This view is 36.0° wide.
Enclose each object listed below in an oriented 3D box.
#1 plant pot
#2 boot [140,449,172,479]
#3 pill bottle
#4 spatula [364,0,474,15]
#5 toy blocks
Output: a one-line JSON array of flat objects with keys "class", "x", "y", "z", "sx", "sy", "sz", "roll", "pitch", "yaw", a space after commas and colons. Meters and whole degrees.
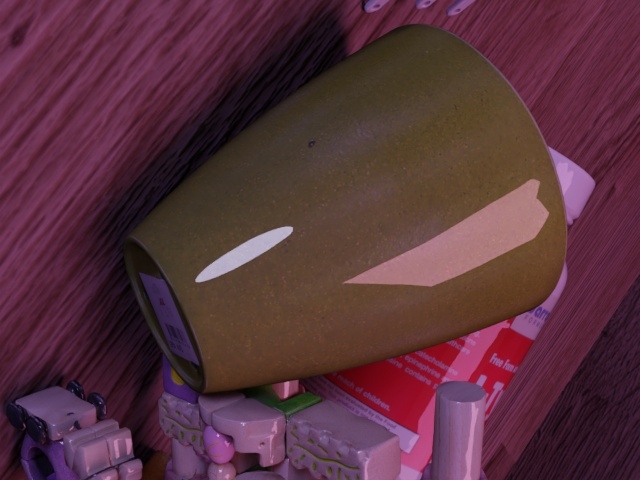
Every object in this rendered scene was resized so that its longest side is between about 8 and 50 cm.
[{"class": "plant pot", "x": 0.000, "y": 0.000, "z": 0.813, "sx": 0.293, "sy": 0.275, "sz": 0.275, "roll": -26, "pitch": 141, "yaw": -23}, {"class": "boot", "x": -0.208, "y": 0.289, "z": 0.921, "sx": 0.211, "sy": 0.104, "sz": 0.295, "roll": -59, "pitch": 157, "yaw": -13}, {"class": "pill bottle", "x": 0.125, "y": 0.073, "z": 1.091, "sx": 0.408, "sy": 0.229, "sz": 0.229, "roll": -60, "pitch": 153, "yaw": 3}, {"class": "spatula", "x": 0.152, "y": -0.267, "z": 0.862, "sx": 0.168, "sy": 0.019, "sz": 0.242, "roll": -12, "pitch": 167, "yaw": -42}, {"class": "toy blocks", "x": -0.053, "y": 0.245, "z": 0.833, "sx": 0.309, "sy": 0.288, "sz": 0.260, "roll": -17, "pitch": 116, "yaw": -43}]
